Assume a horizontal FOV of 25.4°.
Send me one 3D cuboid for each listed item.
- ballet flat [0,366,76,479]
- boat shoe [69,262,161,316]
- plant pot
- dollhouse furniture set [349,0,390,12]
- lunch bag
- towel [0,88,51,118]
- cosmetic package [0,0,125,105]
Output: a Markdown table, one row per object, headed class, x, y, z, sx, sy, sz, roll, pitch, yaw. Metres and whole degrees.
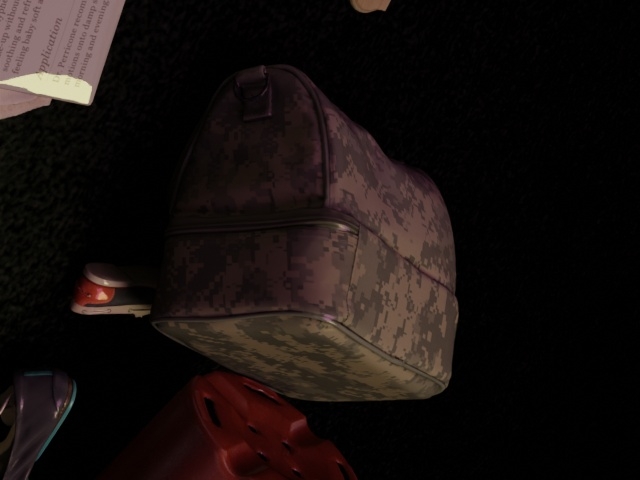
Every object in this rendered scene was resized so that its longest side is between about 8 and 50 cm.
| class | x | y | z | sx | sy | sz | roll | pitch | yaw |
| --- | --- | --- | --- | --- | --- | --- | --- | --- | --- |
| ballet flat | -0.287 | 0.197 | 1.284 | 0.074 | 0.074 | 0.203 | 1 | 121 | -50 |
| boat shoe | -0.172 | 0.050 | 1.316 | 0.137 | 0.049 | 0.043 | 7 | 114 | -49 |
| plant pot | -0.115 | 0.281 | 1.319 | 0.265 | 0.272 | 0.272 | -50 | 147 | 15 |
| dollhouse furniture set | 0.017 | -0.258 | 1.188 | 0.161 | 0.182 | 0.101 | 17 | 103 | -54 |
| lunch bag | 0.000 | 0.000 | 1.342 | 0.305 | 0.212 | 0.256 | 34 | 59 | -54 |
| towel | -0.224 | -0.212 | 1.011 | 0.187 | 0.049 | 0.282 | -34 | 142 | -57 |
| cosmetic package | -0.282 | -0.215 | 0.780 | 0.365 | 0.155 | 0.197 | 11 | 107 | -39 |
